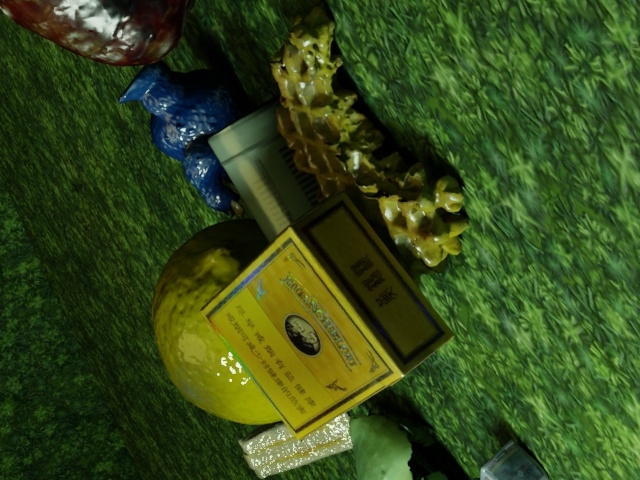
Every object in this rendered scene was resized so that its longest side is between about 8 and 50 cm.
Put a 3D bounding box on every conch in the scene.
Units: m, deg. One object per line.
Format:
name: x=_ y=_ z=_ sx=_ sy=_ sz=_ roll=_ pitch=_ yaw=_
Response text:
conch: x=0.106 y=0.293 z=2.162 sx=0.143 sy=0.137 sz=0.251 roll=37 pitch=-157 yaw=-47

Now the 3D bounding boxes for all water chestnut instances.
water chestnut: x=-0.222 y=-0.317 z=1.718 sx=0.289 sy=0.289 sz=0.244 roll=47 pitch=165 yaw=31

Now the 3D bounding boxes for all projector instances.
projector: x=0.000 y=0.000 z=1.911 sx=0.337 sy=0.108 sz=0.108 roll=59 pitch=163 yaw=-7

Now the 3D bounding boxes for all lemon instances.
lemon: x=-0.086 y=0.102 z=2.093 sx=0.267 sy=0.267 sz=0.267 roll=50 pitch=162 yaw=23

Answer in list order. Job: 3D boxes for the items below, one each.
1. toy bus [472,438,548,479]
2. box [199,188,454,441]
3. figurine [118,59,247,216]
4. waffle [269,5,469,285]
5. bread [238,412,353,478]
toy bus: x=0.216 y=0.302 z=1.928 sx=0.075 sy=0.064 sz=0.190 roll=43 pitch=158 yaw=24
box: x=-0.002 y=0.088 z=1.806 sx=0.193 sy=0.084 sz=0.301 roll=51 pitch=151 yaw=2
figurine: x=-0.124 y=-0.127 z=2.032 sx=0.262 sy=0.120 sz=0.164 roll=41 pitch=-163 yaw=-24
waffle: x=0.034 y=-0.082 z=1.738 sx=0.293 sy=0.069 sz=0.260 roll=54 pitch=162 yaw=14
bread: x=-0.030 y=0.293 z=2.448 sx=0.077 sy=0.152 sz=0.105 roll=61 pitch=167 yaw=-16
